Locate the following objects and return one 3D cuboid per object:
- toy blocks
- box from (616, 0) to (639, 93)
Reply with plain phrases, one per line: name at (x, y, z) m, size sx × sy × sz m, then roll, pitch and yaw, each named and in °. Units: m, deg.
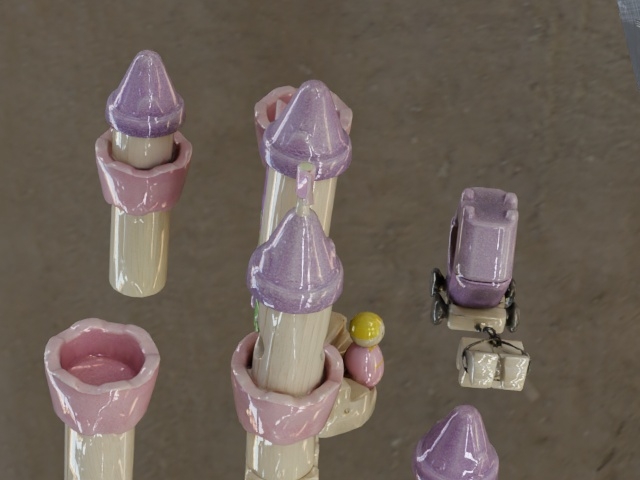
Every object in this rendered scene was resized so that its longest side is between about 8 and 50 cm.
toy blocks at (0.000, 0.000, 0.990) m, size 0.309 × 0.288 × 0.260 m, roll 5°, pitch 126°, yaw -3°
box at (0.150, -0.170, 0.430) m, size 0.056 × 0.231 × 0.183 m, roll 23°, pitch 157°, yaw 33°
